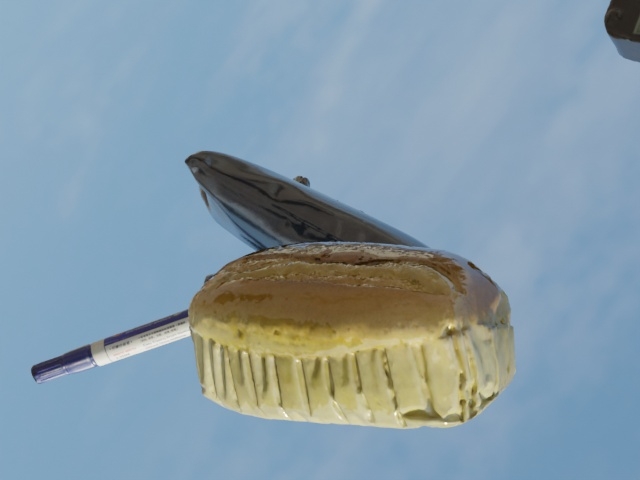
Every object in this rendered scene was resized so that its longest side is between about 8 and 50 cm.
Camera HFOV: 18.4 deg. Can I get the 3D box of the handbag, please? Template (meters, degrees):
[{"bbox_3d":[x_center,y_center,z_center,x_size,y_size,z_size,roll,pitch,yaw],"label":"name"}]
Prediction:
[{"bbox_3d":[0.000,0.000,1.705,0.088,0.254,0.211,-62,180,-4],"label":"handbag"}]

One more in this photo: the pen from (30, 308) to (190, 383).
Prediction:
[{"bbox_3d":[-0.164,0.088,1.769,0.204,0.025,0.025,-19,-145,12],"label":"pen"}]

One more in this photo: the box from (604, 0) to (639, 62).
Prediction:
[{"bbox_3d":[0.478,-0.258,2.018,0.350,0.058,0.211,14,-107,33],"label":"box"}]

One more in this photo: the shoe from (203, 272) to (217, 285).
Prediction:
[{"bbox_3d":[-0.049,0.069,1.874,0.071,0.143,0.064,-44,-149,32],"label":"shoe"}]

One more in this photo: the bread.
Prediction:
[{"bbox_3d":[0.021,0.060,1.371,0.236,0.106,0.140,2,-162,34],"label":"bread"}]
